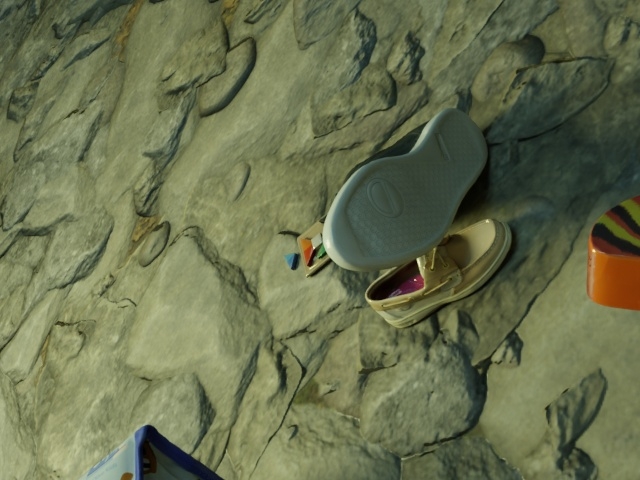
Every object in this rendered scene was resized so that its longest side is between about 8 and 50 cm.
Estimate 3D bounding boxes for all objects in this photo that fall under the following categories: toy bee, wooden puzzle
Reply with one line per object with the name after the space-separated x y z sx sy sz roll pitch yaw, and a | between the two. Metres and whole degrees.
0.353 0.021 0.811 0.162 0.298 0.195 -52 -13 -40 | toy bee
0.000 0.000 1.351 0.116 0.014 0.079 -45 37 20 | wooden puzzle

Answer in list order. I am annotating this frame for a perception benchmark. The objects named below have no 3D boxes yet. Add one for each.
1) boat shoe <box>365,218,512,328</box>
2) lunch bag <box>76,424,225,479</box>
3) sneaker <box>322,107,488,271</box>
0.117 0.030 1.146 0.170 0.059 0.063 -39 39 26 | boat shoe
-0.199 0.440 1.079 0.328 0.239 0.385 -41 31 20 | lunch bag
0.059 -0.026 1.154 0.147 0.104 0.296 -36 5 40 | sneaker
